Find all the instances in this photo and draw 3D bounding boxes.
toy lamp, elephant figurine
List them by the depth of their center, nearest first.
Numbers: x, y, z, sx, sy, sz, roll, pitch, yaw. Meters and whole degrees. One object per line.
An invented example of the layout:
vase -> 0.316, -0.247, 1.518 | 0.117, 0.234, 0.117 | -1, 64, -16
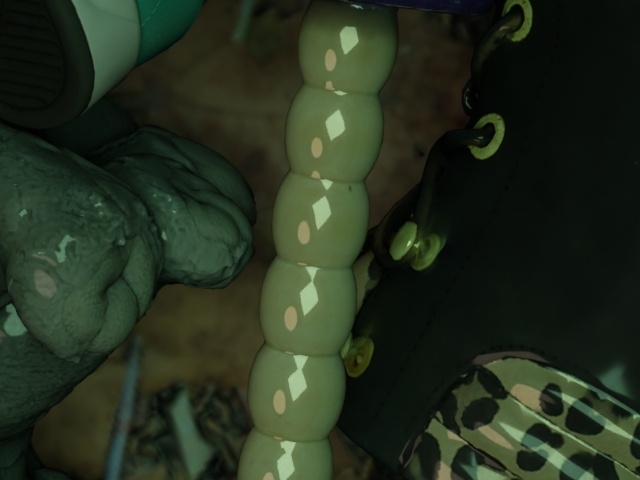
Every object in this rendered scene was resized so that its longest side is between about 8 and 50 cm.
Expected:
toy lamp -> 0.000, 0.000, 0.540 | 0.080, 0.080, 0.275 | 9, 101, -2
elephant figurine -> -0.132, 0.064, 0.618 | 0.186, 0.169, 0.239 | 34, 107, 26

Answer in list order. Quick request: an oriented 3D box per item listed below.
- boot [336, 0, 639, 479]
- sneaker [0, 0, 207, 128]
boot -> 0.071, -0.074, 0.614 | 0.377, 0.138, 0.284 | 33, 102, 12
sneaker -> -0.095, -0.199, 0.549 | 0.178, 0.123, 0.296 | -39, 103, -35
